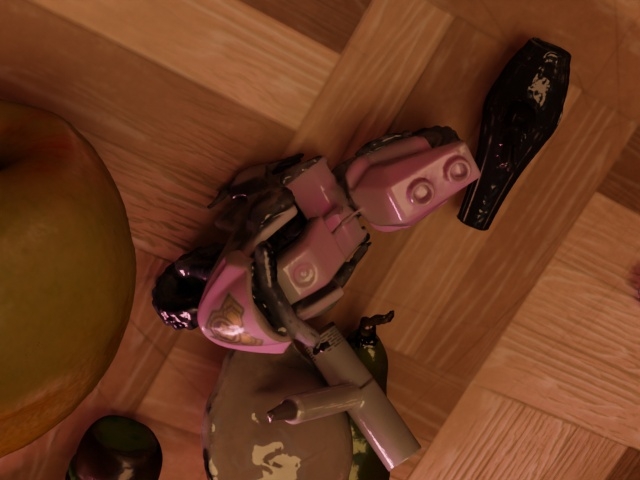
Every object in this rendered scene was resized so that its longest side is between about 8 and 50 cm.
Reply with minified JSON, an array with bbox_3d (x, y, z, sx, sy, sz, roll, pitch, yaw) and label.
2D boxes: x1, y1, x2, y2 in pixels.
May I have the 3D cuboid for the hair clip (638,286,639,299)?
[{"bbox_3d":[0.444,0.035,1.309,0.195,0.052,0.124,-7,122,-21],"label":"hair clip"}]

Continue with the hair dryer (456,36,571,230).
[{"bbox_3d":[0.169,-0.081,1.073,0.075,0.219,0.195,23,110,6],"label":"hair dryer"}]

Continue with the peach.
[{"bbox_3d":[-0.305,0.041,0.926,0.314,0.281,0.315,-33,160,-42],"label":"peach"}]

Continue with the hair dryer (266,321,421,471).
[{"bbox_3d":[0.009,0.167,1.097,0.044,0.183,0.155,-40,83,28],"label":"hair dryer"}]

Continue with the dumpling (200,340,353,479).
[{"bbox_3d":[-0.055,0.210,1.161,0.142,0.172,0.247,-9,103,33],"label":"dumpling"}]

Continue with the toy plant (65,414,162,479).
[{"bbox_3d":[-0.214,0.261,1.168,0.093,0.093,0.162,10,112,-23],"label":"toy plant"}]

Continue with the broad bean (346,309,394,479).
[{"bbox_3d":[0.042,0.202,1.244,0.067,0.075,0.325,4,113,8],"label":"broad bean"}]

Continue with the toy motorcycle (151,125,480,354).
[{"bbox_3d":[0.000,0.000,1.060,0.327,0.188,0.143,-29,114,-3],"label":"toy motorcycle"}]
